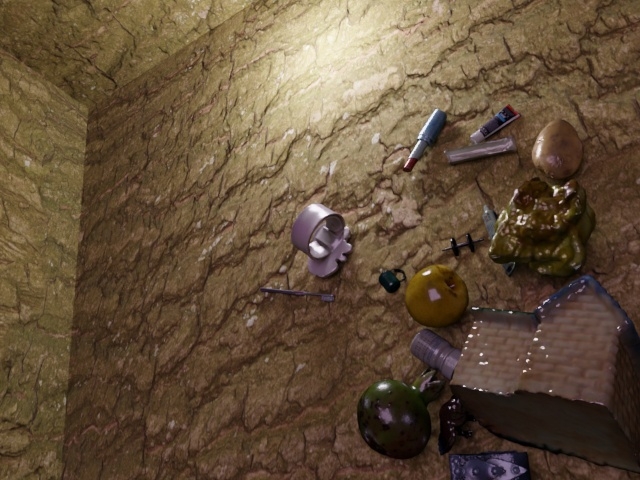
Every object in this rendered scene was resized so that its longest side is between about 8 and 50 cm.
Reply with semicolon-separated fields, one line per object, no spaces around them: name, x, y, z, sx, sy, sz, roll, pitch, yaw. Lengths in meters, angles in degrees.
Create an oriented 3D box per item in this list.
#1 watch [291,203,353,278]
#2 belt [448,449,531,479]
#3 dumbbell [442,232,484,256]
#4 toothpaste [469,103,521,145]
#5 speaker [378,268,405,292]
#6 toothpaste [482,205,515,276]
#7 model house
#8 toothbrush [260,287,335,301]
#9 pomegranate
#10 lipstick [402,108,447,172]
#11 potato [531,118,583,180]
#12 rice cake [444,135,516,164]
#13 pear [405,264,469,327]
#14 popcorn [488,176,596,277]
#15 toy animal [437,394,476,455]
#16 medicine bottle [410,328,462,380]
watch;0.000;0.000;2.013;0.196;0.231;0.244;32;83;35
belt;0.485;0.665;1.479;0.218;0.122;0.129;-18;61;31
dumbbell;0.493;0.015;1.812;0.147;0.069;0.070;-18;60;23
toothpaste;0.649;-0.427;1.946;0.193;0.045;0.071;-38;62;3
speaker;0.263;0.138;1.895;0.094;0.060;0.075;-43;54;6
toothpaste;0.601;-0.008;1.763;0.069;0.047;0.269;-46;42;43
model house;0.648;0.331;1.426;0.445;0.395;0.400;-5;49;47
toothbrush;-0.097;0.217;2.098;0.353;0.024;0.029;2;78;31
pomegranate;0.245;0.514;1.626;0.242;0.242;0.306;16;73;35
lipstick;0.406;-0.386;2.055;0.068;0.061;0.274;27;82;39
potato;0.790;-0.300;1.756;0.161;0.128;0.235;-10;57;9
rice cake;0.587;-0.330;1.925;0.255;0.052;0.057;-9;97;27
pear;0.376;0.191;1.722;0.208;0.209;0.209;-13;62;25
popcorn;0.687;-0.015;1.583;0.321;0.290;0.326;-47;48;15
toy animal;0.389;0.522;1.560;0.116;0.180;0.219;10;54;39
medicine bottle;0.384;0.367;1.690;0.168;0.105;0.105;32;86;37
